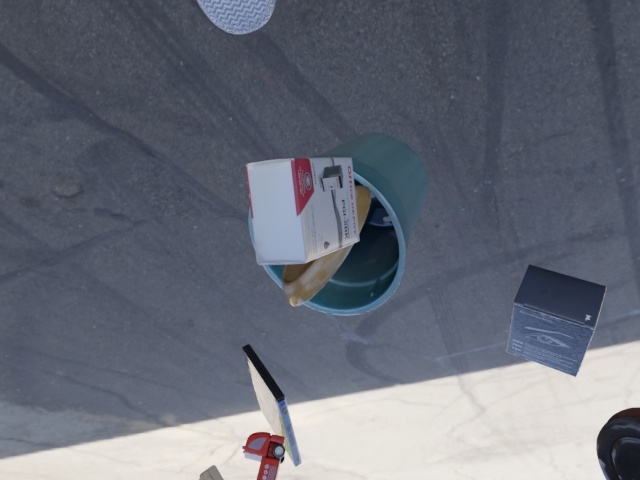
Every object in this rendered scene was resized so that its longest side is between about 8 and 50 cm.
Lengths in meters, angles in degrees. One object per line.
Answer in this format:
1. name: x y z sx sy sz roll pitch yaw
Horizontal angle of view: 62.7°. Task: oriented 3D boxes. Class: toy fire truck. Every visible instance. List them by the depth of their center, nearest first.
1. toy fire truck: -0.133 0.369 0.763 0.135 0.192 0.047 12 145 2

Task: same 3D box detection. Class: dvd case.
1. dvd case: -0.109 0.376 1.196 0.022 0.180 0.253 -25 130 -20

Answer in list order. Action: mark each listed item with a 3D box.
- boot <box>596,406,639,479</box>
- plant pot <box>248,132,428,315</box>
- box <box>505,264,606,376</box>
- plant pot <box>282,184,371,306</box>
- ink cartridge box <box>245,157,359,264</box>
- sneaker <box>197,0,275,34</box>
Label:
1. boot: 0.358 0.140 0.405 0.264 0.280 0.096 24 128 20
2. plant pot: 0.074 -0.072 1.159 0.340 0.334 0.342 14 123 22
3. box: 0.481 0.167 1.086 0.153 0.108 0.207 19 147 26
4. plant pot: 0.000 0.000 0.885 0.032 0.236 0.236 33 134 -16
5. ink cartridge box: -0.012 -0.035 0.542 0.056 0.100 0.135 -3 -172 27
6. sneaker: -0.121 -0.358 0.565 0.101 0.153 0.269 -18 109 3
